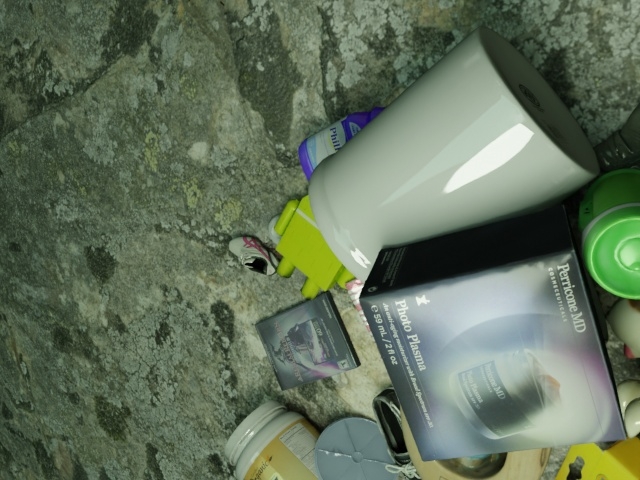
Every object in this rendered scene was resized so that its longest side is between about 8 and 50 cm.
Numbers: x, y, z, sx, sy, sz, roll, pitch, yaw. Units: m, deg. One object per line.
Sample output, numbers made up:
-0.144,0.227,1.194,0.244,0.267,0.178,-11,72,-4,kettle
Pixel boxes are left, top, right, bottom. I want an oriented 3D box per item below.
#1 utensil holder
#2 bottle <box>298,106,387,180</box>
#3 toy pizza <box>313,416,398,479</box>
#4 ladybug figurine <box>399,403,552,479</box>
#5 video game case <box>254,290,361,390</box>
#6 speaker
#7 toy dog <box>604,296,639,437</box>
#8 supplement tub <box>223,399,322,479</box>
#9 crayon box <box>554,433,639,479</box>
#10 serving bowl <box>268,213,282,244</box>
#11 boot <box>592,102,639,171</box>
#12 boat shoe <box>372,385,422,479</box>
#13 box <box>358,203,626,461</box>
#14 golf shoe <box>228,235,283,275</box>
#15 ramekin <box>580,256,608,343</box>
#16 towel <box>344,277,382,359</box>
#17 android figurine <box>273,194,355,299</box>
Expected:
0.223,-0.125,1.032,0.385,0.327,0.328,-40,76,34,utensil holder
0.081,-0.212,1.260,0.283,0.092,0.118,-20,87,38,bottle
0.085,0.510,1.372,0.201,0.201,0.032,38,149,25,toy pizza
0.313,0.327,1.162,0.305,0.162,0.449,17,110,34,ladybug figurine
-0.040,0.263,1.504,0.274,0.026,0.196,-27,83,37,video game case
0.438,-0.021,0.835,0.131,0.296,0.131,8,110,22,speaker
0.605,0.181,0.840,0.395,0.284,0.408,-46,71,27,toy dog
-0.067,0.576,1.466,0.316,0.228,0.228,38,120,24,supplement tub
0.559,0.477,0.993,0.318,0.081,0.202,45,143,41,crayon box
-0.102,-0.024,1.483,0.083,0.027,0.083,9,105,36,serving bowl
0.572,-0.115,0.936,0.246,0.083,0.161,47,136,19,boot
0.205,0.477,1.305,0.113,0.105,0.306,-25,82,32,boat shoe
0.252,0.141,0.869,0.294,0.183,0.296,-16,107,22,box
-0.177,0.037,1.518,0.186,0.086,0.067,22,114,33,golf shoe
0.412,0.109,1.018,0.109,0.207,0.207,-23,86,29,ramekin
0.153,0.155,1.307,0.144,0.029,0.197,-29,83,23,towel
0.000,0.000,1.382,0.248,0.056,0.273,38,116,19,android figurine
